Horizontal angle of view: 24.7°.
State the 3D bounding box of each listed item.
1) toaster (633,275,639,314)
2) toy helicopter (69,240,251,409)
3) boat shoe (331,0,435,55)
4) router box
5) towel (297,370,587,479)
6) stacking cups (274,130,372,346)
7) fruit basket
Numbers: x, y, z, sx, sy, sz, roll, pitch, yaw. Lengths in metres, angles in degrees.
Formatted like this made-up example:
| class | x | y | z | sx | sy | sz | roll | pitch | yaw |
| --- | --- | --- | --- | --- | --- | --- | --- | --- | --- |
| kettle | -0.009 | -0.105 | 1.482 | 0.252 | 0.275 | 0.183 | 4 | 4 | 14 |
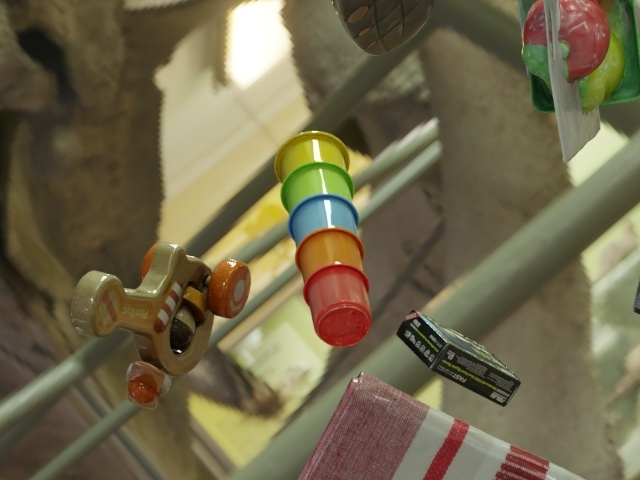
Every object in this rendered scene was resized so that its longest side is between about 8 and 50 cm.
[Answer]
| class | x | y | z | sx | sy | sz | roll | pitch | yaw |
| --- | --- | --- | --- | --- | --- | --- | --- | --- | --- |
| toaster | 0.434 | 0.033 | 1.479 | 0.168 | 0.185 | 0.110 | -30 | -50 | -39 |
| toy helicopter | -0.237 | 0.114 | 1.949 | 0.355 | 0.140 | 0.235 | 20 | -95 | -68 |
| boat shoe | 0.039 | -0.362 | 1.608 | 0.132 | 0.130 | 0.355 | -25 | -42 | -7 |
| router box | 0.156 | 0.133 | 1.652 | 0.038 | 0.122 | 0.092 | -57 | 32 | 8 |
| towel | 0.122 | 0.269 | 1.136 | 0.237 | 0.329 | 0.037 | -63 | 4 | 14 |
| stacking cups | 0.000 | 0.000 | 1.675 | 0.096 | 0.096 | 0.316 | -44 | 29 | 26 |
| fruit basket | 0.312 | -0.281 | 1.892 | 0.165 | 0.327 | 0.353 | -5 | 11 | 25 |
